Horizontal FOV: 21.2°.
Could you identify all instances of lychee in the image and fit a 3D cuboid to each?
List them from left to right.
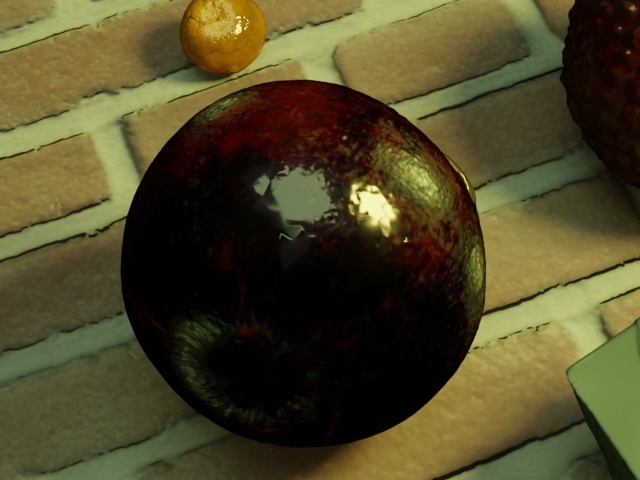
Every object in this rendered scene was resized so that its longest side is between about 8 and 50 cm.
[{"bbox_3d":[0.326,-0.159,1.453,0.260,0.260,0.260,-2,56,4],"label":"lychee"}]

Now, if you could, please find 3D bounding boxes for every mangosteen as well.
[{"bbox_3d":[-0.007,0.005,1.344,0.300,0.300,0.300,-2,56,4],"label":"mangosteen"}]

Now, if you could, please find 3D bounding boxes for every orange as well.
[{"bbox_3d":[-0.092,-0.197,1.614,0.083,0.070,0.083,-2,69,6],"label":"orange"}]

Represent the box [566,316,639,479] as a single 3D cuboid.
[{"bbox_3d":[0.288,0.159,1.273,0.130,0.162,0.227,-30,41,-1],"label":"box"}]
